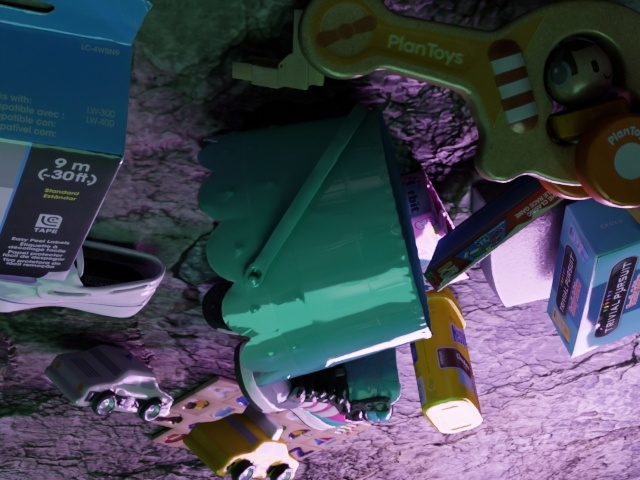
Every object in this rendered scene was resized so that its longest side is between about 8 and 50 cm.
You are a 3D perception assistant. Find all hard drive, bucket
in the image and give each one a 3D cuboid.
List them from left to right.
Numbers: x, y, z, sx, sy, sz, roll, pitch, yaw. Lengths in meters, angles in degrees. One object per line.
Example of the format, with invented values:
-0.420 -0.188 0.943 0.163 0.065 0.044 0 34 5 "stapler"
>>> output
0.000 0.000 1.201 0.183 0.281 0.281 -13 148 7 "bucket"
0.280 0.001 1.466 0.172 0.054 0.254 -12 148 6 "hard drive"

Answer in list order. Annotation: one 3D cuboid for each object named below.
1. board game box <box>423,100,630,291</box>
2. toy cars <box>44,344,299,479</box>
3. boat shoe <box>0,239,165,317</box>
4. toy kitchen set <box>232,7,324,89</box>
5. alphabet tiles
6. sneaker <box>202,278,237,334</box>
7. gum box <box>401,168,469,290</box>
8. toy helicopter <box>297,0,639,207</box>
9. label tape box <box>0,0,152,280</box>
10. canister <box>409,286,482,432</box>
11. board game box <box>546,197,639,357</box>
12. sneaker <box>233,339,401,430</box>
0.233 -0.055 1.248 0.281 0.145 0.027 -38 95 19 "board game box"
-0.184 0.229 1.620 0.394 0.176 0.087 29 97 -15 "toy cars"
-0.301 0.028 1.353 0.258 0.095 0.084 5 144 -39 "boat shoe"
-0.030 -0.188 1.120 0.083 0.075 0.068 13 -159 28 "toy kitchen set"
-0.093 0.290 1.888 0.285 0.011 0.343 -32 142 33 "alphabet tiles"
-0.031 0.085 1.502 0.235 0.084 0.097 -10 150 2 "sneaker"
0.104 0.000 1.416 0.107 0.062 0.188 -16 147 13 "gum box"
0.157 -0.172 1.051 0.355 0.234 0.140 11 -176 -10 "toy helicopter"
-0.323 -0.101 1.106 0.249 0.115 0.347 7 147 -24 "label tape box"
0.164 0.161 1.587 0.073 0.169 0.126 -17 148 14 "canister"
0.450 -0.002 1.415 0.336 0.079 0.253 -19 149 -7 "board game box"
0.019 0.192 1.644 0.178 0.123 0.295 -17 155 23 "sneaker"
